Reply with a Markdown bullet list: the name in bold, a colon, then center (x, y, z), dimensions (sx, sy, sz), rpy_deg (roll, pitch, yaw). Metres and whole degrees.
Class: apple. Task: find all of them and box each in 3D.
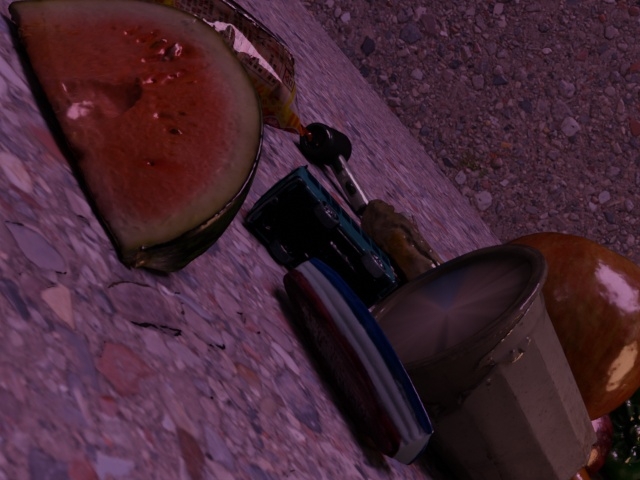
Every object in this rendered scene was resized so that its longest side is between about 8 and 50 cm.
- **apple**: center (0.333, 0.133, 1.528), dimensions (0.277, 0.250, 0.309), rpy_deg (17, -18, 15)

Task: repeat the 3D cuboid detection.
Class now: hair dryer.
- **hair dryer**: center (0.043, -0.088, 1.636), dimensions (0.198, 0.057, 0.100), rpy_deg (58, 15, 12)

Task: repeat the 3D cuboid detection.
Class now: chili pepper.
- **chili pepper**: center (0.560, 0.343, 1.829), dimensions (0.385, 0.167, 0.213), rpy_deg (45, 29, -65)

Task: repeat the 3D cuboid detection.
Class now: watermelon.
- **watermelon**: center (-0.140, -0.085, 0.907), dimensions (0.303, 0.159, 0.128), rpy_deg (59, -23, 31)

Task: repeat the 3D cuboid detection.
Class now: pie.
- **pie**: center (0.137, 0.059, 1.418), dimensions (0.274, 0.055, 0.274), rpy_deg (54, -3, 4)

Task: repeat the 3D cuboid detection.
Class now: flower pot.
- **flower pot**: center (0.159, 0.143, 1.053), dimensions (0.203, 0.212, 0.212), rpy_deg (62, 9, -14)

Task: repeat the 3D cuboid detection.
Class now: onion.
- **onion**: center (0.397, 0.276, 1.668), dimensions (0.151, 0.098, 0.206), rpy_deg (40, 15, -32)

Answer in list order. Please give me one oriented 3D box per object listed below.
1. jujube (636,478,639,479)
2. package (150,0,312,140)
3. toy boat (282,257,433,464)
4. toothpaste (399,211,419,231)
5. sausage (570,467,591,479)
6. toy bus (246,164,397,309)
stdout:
- **jujube**: center (0.393, 0.358, 1.178), dimensions (0.216, 0.216, 0.342), rpy_deg (55, 3, 23)
- **package**: center (-0.127, -0.258, 1.397), dimensions (0.288, 0.108, 0.223), rpy_deg (40, 14, -29)
- **toy boat**: center (0.026, 0.099, 0.971), dimensions (0.046, 0.080, 0.229), rpy_deg (-6, 49, -33)
- **toothpaste**: center (0.145, 0.005, 1.737), dimensions (0.060, 0.038, 0.233), rpy_deg (43, 16, -20)
- **sausage**: center (0.325, 0.319, 1.393), dimensions (0.062, 0.054, 0.183), rpy_deg (5, 38, -26)
- **toy bus**: center (0.000, 0.000, 1.131), dimensions (0.160, 0.079, 0.092), rpy_deg (47, 13, -18)
